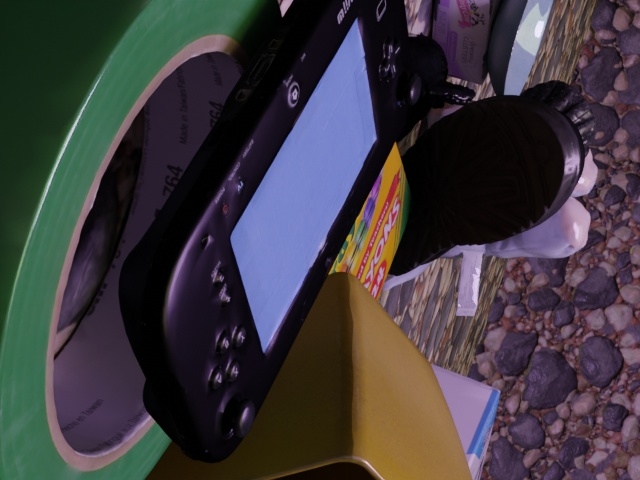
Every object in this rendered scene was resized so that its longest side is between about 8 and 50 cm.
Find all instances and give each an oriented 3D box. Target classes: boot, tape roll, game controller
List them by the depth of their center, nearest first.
[{"bbox_3d":[-0.115,-0.003,0.685,0.321,0.077,0.321,17,90,-76],"label":"tape roll"},{"bbox_3d":[-0.017,-0.035,0.725,0.166,0.067,0.319,90,22,-52],"label":"game controller"},{"bbox_3d":[0.209,-0.089,1.321,0.260,0.131,0.348,-25,180,-31],"label":"boot"}]

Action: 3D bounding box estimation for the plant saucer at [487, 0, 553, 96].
[{"bbox_3d":[0.226,-0.246,1.469,0.195,0.037,0.195,19,90,-76],"label":"plant saucer"}]

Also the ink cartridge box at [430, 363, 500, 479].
[{"bbox_3d":[0.081,0.299,1.561,0.270,0.197,0.198,93,21,-47],"label":"ink cartridge box"}]

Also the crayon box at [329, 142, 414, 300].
[{"bbox_3d":[0.000,0.000,1.121,0.318,0.081,0.202,57,53,-72],"label":"crayon box"}]

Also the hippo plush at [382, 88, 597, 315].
[{"bbox_3d":[0.247,-0.062,1.673,0.236,0.234,0.294,-31,137,-68],"label":"hippo plush"}]

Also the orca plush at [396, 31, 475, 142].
[{"bbox_3d":[0.104,-0.139,1.295,0.287,0.102,0.151,-15,123,-74],"label":"orca plush"}]

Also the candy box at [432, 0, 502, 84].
[{"bbox_3d":[0.193,-0.309,1.493,0.165,0.070,0.196,90,22,-52],"label":"candy box"}]

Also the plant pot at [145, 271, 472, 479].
[{"bbox_3d":[-0.012,0.150,0.940,0.212,0.212,0.187,49,32,-39],"label":"plant pot"}]
